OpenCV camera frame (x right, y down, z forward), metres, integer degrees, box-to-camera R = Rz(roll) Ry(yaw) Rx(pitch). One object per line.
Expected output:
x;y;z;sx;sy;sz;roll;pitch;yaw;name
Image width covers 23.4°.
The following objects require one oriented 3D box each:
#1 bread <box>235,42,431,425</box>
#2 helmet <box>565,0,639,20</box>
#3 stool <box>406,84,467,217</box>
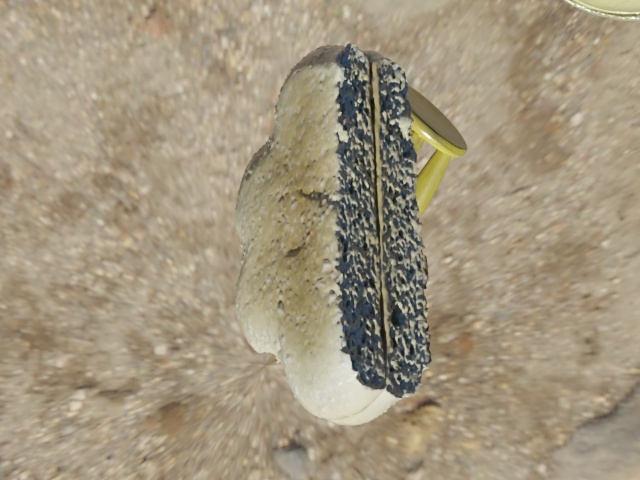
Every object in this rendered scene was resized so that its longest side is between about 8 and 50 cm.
-0.003;-0.002;1.362;0.102;0.183;0.337;15;65;-41;bread
0.349;-0.327;1.645;0.257;0.137;0.204;-12;108;10;helmet
0.076;-0.091;1.583;0.134;0.135;0.110;40;106;-11;stool
